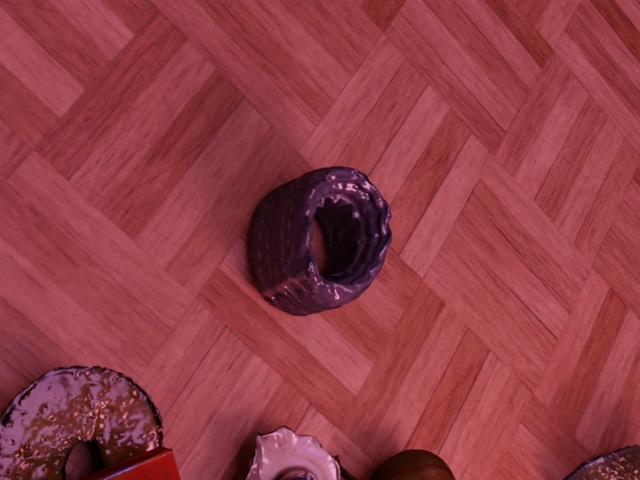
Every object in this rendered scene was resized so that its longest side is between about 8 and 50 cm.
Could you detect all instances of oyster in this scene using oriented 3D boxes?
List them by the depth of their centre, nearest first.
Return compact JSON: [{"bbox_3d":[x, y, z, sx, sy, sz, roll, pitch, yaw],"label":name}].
[{"bbox_3d":[-0.045,0.403,1.633,0.214,0.083,0.223,20,71,-32],"label":"oyster"}]

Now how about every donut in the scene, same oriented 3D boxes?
[{"bbox_3d":[-0.338,0.307,1.439,0.272,0.107,0.272,5,80,-31],"label":"donut"}]

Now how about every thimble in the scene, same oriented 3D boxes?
[{"bbox_3d":[0.000,0.000,1.710,0.205,0.172,0.236,42,60,-17],"label":"thimble"},{"bbox_3d":[0.593,0.492,1.962,0.271,0.271,0.150,-24,95,-37],"label":"thimble"}]

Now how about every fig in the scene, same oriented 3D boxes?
[{"bbox_3d":[0.135,0.403,1.726,0.186,0.142,0.148,23,39,-43],"label":"fig"}]

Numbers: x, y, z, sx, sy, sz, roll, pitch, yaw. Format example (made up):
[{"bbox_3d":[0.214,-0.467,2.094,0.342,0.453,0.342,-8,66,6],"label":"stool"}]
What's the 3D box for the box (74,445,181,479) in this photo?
[{"bbox_3d":[-0.264,0.353,1.391,0.175,0.048,0.112,-17,96,-32],"label":"box"}]
